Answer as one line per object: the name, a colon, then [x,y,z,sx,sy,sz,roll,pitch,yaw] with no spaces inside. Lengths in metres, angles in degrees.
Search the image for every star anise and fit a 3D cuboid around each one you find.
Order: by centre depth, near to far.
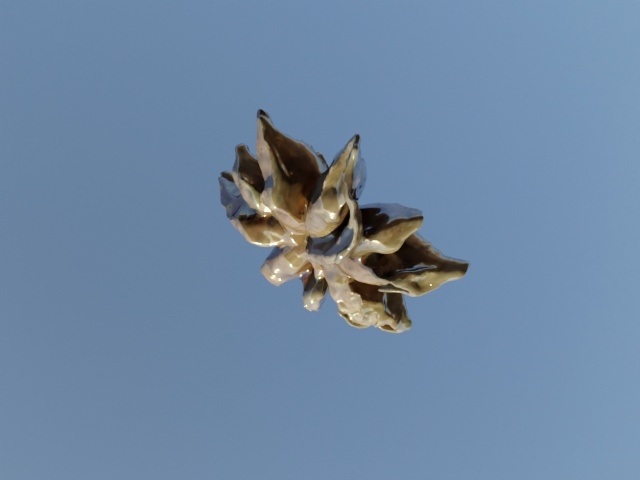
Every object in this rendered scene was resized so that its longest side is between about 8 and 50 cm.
star anise: [0.000,0.000,0.570,0.195,0.182,0.065,47,-120,-20]
